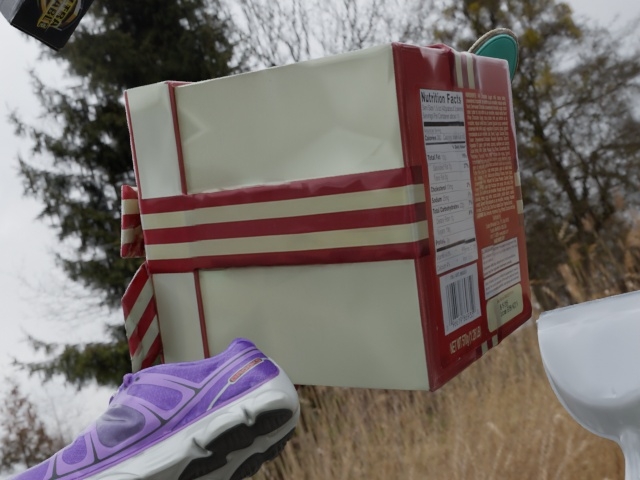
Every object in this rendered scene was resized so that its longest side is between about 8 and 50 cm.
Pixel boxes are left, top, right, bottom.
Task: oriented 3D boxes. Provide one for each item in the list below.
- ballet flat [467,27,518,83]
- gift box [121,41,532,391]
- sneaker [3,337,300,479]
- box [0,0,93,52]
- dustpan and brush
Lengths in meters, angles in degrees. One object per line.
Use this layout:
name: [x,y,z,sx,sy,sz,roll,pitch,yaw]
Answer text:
ballet flat: [0.176,-0.161,0.956,0.073,0.067,0.206,12,-60,-11]
gift box: [0.000,0.000,0.625,0.258,0.277,0.255,-2,2,32]
sneaker: [-0.094,0.103,0.392,0.169,0.071,0.068,-23,-42,-19]
box: [-0.283,-0.396,0.886,0.073,0.293,0.296,26,-76,-46]
dustpan and brush: [0.279,0.152,0.737,0.147,0.211,0.060,-17,-50,29]
